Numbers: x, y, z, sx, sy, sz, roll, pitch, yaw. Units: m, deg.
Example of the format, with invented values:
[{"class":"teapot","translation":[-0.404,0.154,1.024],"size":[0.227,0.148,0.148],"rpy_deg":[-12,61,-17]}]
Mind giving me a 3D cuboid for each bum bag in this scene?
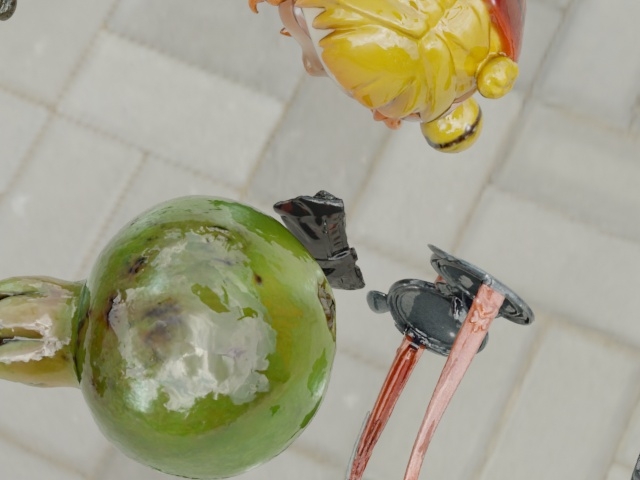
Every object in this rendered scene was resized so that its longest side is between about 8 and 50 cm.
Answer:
[{"class":"bum bag","translation":[0.000,0.001,1.440],"size":[0.058,0.124,0.034],"rpy_deg":[7,56,17]}]

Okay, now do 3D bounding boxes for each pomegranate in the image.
[{"class":"pomegranate","translation":[-0.107,0.058,1.312],"size":[0.241,0.159,0.190],"rpy_deg":[32,103,1]}]

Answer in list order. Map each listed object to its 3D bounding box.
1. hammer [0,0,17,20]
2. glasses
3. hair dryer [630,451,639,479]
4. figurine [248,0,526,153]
[{"class":"hammer","translation":[-0.222,-0.313,1.740],"size":[0.292,0.058,0.029],"rpy_deg":[-45,43,21]},{"class":"glasses","translation":[0.063,0.144,1.615],"size":[0.118,0.234,0.268],"rpy_deg":[31,71,-7]},{"class":"hair dryer","translation":[0.272,0.176,1.169],"size":[0.195,0.219,0.075],"rpy_deg":[19,93,15]},{"class":"figurine","translation":[0.059,-0.212,1.670],"size":[0.196,0.323,0.320],"rpy_deg":[-47,113,-4]}]
